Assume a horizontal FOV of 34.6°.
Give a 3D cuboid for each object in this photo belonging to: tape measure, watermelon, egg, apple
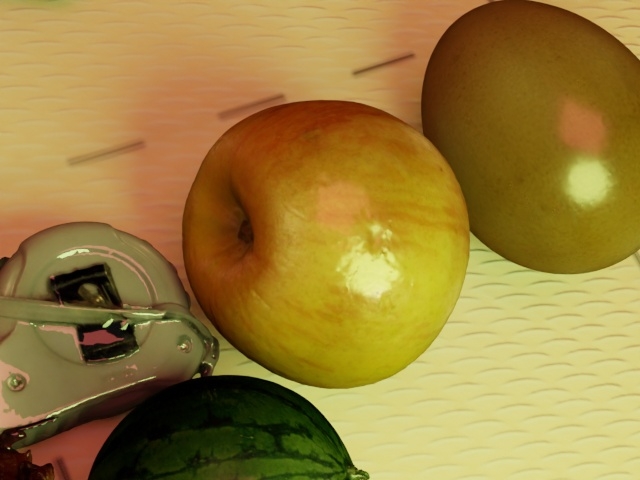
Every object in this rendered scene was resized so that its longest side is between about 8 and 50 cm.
[{"bbox_3d":[-0.224,0.080,0.973,0.236,0.120,0.197,-16,72,-25],"label":"tape measure"},{"bbox_3d":[-0.082,0.234,0.884,0.242,0.242,0.242,6,67,-14],"label":"watermelon"},{"bbox_3d":[0.240,-0.116,1.109,0.250,0.250,0.322,-19,70,-22],"label":"egg"},{"bbox_3d":[0.000,0.000,0.980,0.233,0.286,0.285,11,64,-35],"label":"apple"}]

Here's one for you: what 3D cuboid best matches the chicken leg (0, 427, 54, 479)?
[{"bbox_3d":[-0.293,0.242,0.822,0.323,0.083,0.177,-7,78,23],"label":"chicken leg"}]
